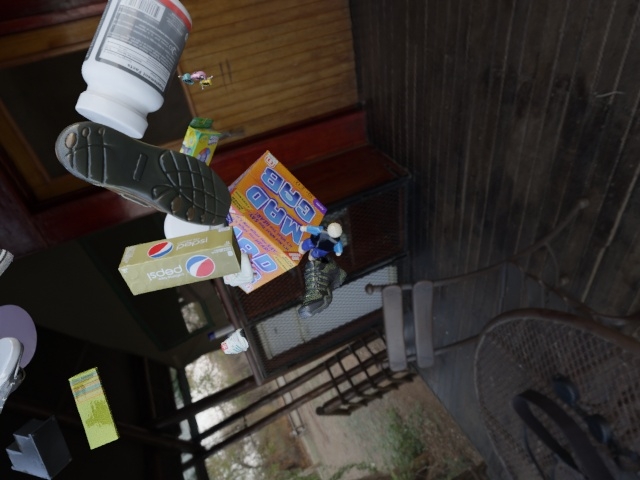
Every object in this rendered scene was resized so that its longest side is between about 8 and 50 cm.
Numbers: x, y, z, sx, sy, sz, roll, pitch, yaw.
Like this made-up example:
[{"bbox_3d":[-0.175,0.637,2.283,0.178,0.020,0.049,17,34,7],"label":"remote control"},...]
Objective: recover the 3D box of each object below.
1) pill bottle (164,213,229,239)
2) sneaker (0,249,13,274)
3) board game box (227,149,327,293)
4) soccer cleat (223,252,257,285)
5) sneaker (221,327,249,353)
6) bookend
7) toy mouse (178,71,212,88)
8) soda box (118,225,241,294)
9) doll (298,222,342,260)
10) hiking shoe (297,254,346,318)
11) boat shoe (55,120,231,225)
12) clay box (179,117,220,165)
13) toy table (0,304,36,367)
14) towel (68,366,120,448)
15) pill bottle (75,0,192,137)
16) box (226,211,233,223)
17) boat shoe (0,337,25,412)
[{"bbox_3d":[-0.320,-0.030,1.108,0.264,0.146,0.146,157,91,-83],"label":"pill bottle"},{"bbox_3d":[-0.839,0.109,0.935,0.127,0.126,0.321,51,-150,-29],"label":"sneaker"},{"bbox_3d":[-0.261,-0.070,1.745,0.356,0.356,0.356,44,134,-16],"label":"board game box"},{"bbox_3d":[-0.203,0.081,1.052,0.196,0.076,0.068,128,127,-69],"label":"soccer cleat"},{"bbox_3d":[-0.268,0.322,1.312,0.057,0.075,0.161,66,158,20],"label":"sneaker"},{"bbox_3d":[-0.791,0.558,1.162,0.072,0.157,0.156,-46,-49,-61],"label":"bookend"},{"bbox_3d":[-0.499,-0.650,1.682,0.161,0.143,0.031,6,95,48],"label":"toy mouse"},{"bbox_3d":[-0.225,0.032,0.693,0.058,0.181,0.061,-104,3,-53],"label":"soda box"},{"bbox_3d":[0.000,0.000,1.122,0.129,0.046,0.189,37,150,-11],"label":"doll"},{"bbox_3d":[-0.017,0.116,1.136,0.086,0.227,0.114,-29,103,35],"label":"hiking shoe"},{"bbox_3d":[-0.323,-0.122,0.799,0.324,0.123,0.119,27,168,-40],"label":"boat shoe"},{"bbox_3d":[-0.408,-0.294,1.402,0.053,0.222,0.127,31,-160,8],"label":"clay box"},{"bbox_3d":[-0.878,0.270,1.088,0.274,0.160,0.252,123,136,-69],"label":"toy table"},{"bbox_3d":[-0.728,0.537,1.358,0.021,0.102,0.237,33,-146,-82],"label":"towel"},{"bbox_3d":[-0.504,-0.481,1.138,0.210,0.210,0.363,-179,109,-74],"label":"pill bottle"},{"bbox_3d":[-0.358,-0.083,1.330,0.126,0.137,0.072,-131,21,-62],"label":"box"},{"bbox_3d":[-0.686,0.305,0.909,0.080,0.229,0.076,33,-173,27],"label":"boat shoe"}]
